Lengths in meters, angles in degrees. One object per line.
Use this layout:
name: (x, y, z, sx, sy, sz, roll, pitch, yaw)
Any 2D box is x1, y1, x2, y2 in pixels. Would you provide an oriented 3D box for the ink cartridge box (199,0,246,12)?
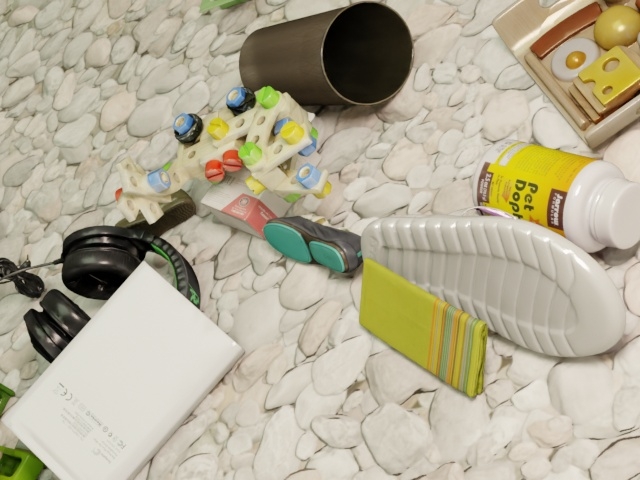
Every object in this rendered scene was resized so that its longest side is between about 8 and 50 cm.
ink cartridge box: (-0.140, -0.479, 2.496, 0.109, 0.062, 0.209, -13, 51, 30)

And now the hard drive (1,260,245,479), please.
hard drive: (-0.283, 0.208, 2.007, 0.203, 0.040, 0.307, 40, 84, 18)

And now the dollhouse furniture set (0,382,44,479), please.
dollhouse furniture set: (-0.555, 0.234, 2.064, 0.198, 0.301, 0.151, 4, 62, 43)

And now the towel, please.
towel: (0.130, 0.108, 1.802, 0.237, 0.021, 0.102, 31, 123, 47)

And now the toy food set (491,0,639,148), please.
toy food set: (0.386, -0.279, 1.904, 0.220, 0.092, 0.306, -36, 42, 8)

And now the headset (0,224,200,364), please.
headset: (-0.355, 0.096, 2.179, 0.394, 0.185, 0.243, 16, 72, 28)

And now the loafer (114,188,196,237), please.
loafer: (-0.268, -0.037, 2.250, 0.148, 0.056, 0.050, -23, 44, 8)

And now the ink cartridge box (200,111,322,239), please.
ink cartridge box: (-0.080, -0.109, 2.148, 0.115, 0.067, 0.198, 22, 74, 45)

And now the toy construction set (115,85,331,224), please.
toy construction set: (-0.141, -0.118, 2.057, 0.328, 0.151, 0.215, -13, 52, 15)

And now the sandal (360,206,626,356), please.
sandal: (0.220, 0.026, 1.768, 0.102, 0.169, 0.416, -29, 31, -37)

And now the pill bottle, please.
pill bottle: (0.304, -0.054, 1.767, 0.215, 0.117, 0.117, 19, 70, 45)

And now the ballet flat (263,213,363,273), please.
ballet flat: (0.000, 0.000, 2.006, 0.203, 0.074, 0.074, 19, 70, 51)

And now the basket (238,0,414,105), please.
basket: (-0.007, -0.278, 2.162, 0.227, 0.154, 0.204, -1, 15, 45)
